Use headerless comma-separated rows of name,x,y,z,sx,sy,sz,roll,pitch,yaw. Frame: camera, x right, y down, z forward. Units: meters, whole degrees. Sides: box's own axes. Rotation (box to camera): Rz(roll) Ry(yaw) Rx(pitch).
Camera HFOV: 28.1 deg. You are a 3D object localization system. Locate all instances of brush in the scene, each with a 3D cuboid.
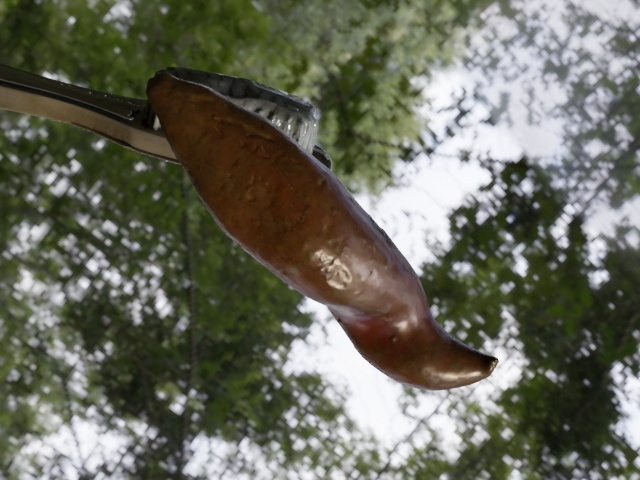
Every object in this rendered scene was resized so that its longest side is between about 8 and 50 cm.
brush,-0.147,-0.106,0.915,0.070,0.327,0.065,-76,180,-63

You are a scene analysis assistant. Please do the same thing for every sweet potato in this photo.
sweet potato,-0.002,0.001,0.564,0.055,0.202,0.058,-33,-159,33
